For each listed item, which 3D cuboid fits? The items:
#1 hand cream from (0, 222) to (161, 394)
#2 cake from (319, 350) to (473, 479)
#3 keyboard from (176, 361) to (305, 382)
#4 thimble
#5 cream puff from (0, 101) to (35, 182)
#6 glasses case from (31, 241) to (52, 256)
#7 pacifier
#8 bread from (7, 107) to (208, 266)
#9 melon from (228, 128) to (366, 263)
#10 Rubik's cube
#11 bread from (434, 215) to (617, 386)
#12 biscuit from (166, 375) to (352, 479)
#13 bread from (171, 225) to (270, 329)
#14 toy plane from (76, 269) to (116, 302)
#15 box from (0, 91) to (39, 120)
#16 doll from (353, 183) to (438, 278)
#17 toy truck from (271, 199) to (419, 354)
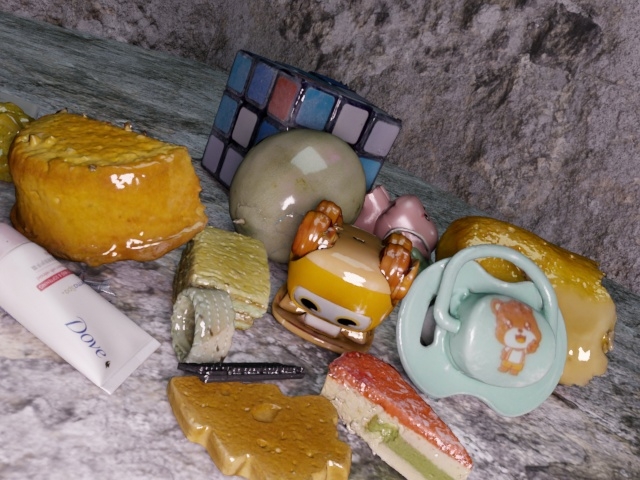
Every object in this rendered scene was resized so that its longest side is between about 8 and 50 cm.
[{"bbox_3d":[-0.324,0.084,0.709,0.248,0.083,0.133,37,20,-3],"label":"hand cream"},{"bbox_3d":[0.109,0.240,0.781,0.220,0.086,0.117,31,22,21],"label":"cake"},{"bbox_3d":[-0.098,0.170,0.755,0.060,0.018,0.195,9,-5,36],"label":"keyboard"},{"bbox_3d":[-0.159,0.119,0.775,0.062,0.110,0.084,7,-20,-40],"label":"thimble"},{"bbox_3d":[-0.563,-0.180,1.052,0.156,0.121,0.156,27,15,-8],"label":"cream puff"},{"bbox_3d":[-0.466,0.008,0.770,0.194,0.049,0.073,17,20,-19],"label":"glasses case"},{"bbox_3d":[0.271,0.153,1.034,0.343,0.288,0.269,22,-8,-19],"label":"pacifier"},{"bbox_3d":[-0.356,-0.072,0.872,0.340,0.194,0.179,19,30,21],"label":"bread"},{"bbox_3d":[-0.053,-0.097,1.202,0.268,0.268,0.330,32,46,23],"label":"melon"},{"bbox_3d":[-0.064,-0.263,1.527,0.359,0.363,0.362,9,25,-43],"label":"Rubik's cube"},{"bbox_3d":[0.435,0.100,1.268,0.394,0.250,0.361,29,19,0],"label":"bread"},{"bbox_3d":[-0.075,0.223,0.676,0.239,0.041,0.212,21,17,8],"label":"biscuit"},{"bbox_3d":[-0.160,0.062,0.918,0.138,0.102,0.196,15,23,-19],"label":"bread"},{"bbox_3d":[-0.331,0.067,0.805,0.078,0.031,0.083,36,22,33],"label":"toy plane"},{"bbox_3d":[-0.708,-0.277,1.264,0.142,0.044,0.285,17,20,-28],"label":"box"},{"bbox_3d":[0.183,-0.002,1.421,0.268,0.216,0.284,53,16,3],"label":"doll"},{"bbox_3d":[0.040,0.061,0.998,0.204,0.211,0.288,24,15,1],"label":"toy truck"}]
